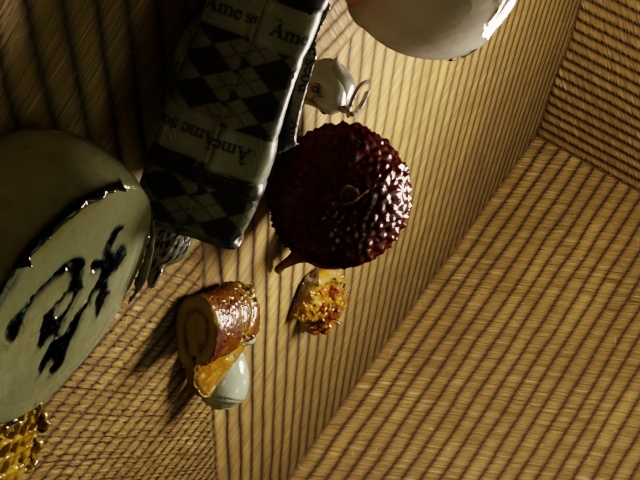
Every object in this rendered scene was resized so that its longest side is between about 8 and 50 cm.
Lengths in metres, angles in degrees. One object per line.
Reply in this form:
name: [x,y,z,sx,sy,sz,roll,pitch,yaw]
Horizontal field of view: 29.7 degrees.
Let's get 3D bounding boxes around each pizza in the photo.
pizza: [-0.206,0.223,2.301,0.134,0.046,0.175,-23,141,-42]
pizza: [0.008,0.148,2.824,0.161,0.086,0.305,-55,164,-11]

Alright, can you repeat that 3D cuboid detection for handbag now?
handbag: [-0.087,-0.226,1.571,0.316,0.180,0.416,-75,-174,-73]

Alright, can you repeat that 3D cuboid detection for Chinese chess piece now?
Chinese chess piece: [-0.336,0.044,1.369,0.349,0.146,0.349,-53,164,-21]

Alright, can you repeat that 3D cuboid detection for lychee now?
lychee: [0.033,-0.079,2.133,0.264,0.264,0.300,-58,-176,-5]

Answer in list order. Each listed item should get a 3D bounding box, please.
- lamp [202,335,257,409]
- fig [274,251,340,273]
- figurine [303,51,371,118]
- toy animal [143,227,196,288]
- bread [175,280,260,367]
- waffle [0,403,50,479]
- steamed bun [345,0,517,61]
lamp: [-0.178,0.244,2.390,0.106,0.106,0.193,4,106,-74]
fig: [0.004,-0.004,2.398,0.207,0.175,0.175,-36,160,-11]
figurine: [0.008,-0.252,1.895,0.132,0.154,0.132,-54,165,-22]
toy animal: [-0.228,-0.007,1.715,0.098,0.098,0.137,104,3,-48]
bread: [-0.180,0.145,2.147,0.172,0.103,0.132,-20,110,-64]
waffle: [-0.462,0.316,1.683,0.231,0.051,0.228,-51,160,-31]
steamed bun: [0.143,-0.435,1.818,0.309,0.309,0.309,-53,164,-22]
